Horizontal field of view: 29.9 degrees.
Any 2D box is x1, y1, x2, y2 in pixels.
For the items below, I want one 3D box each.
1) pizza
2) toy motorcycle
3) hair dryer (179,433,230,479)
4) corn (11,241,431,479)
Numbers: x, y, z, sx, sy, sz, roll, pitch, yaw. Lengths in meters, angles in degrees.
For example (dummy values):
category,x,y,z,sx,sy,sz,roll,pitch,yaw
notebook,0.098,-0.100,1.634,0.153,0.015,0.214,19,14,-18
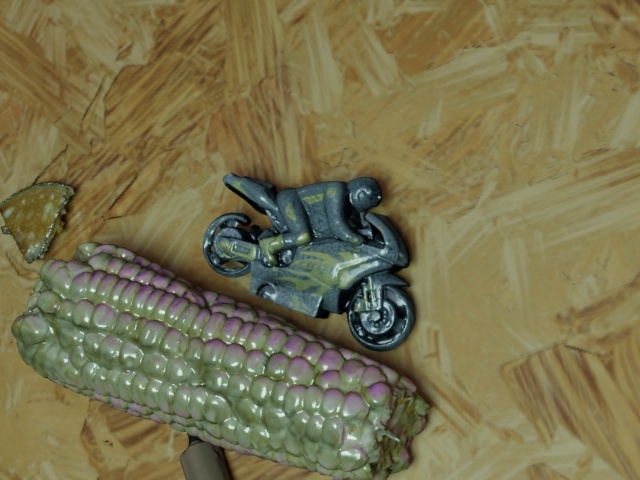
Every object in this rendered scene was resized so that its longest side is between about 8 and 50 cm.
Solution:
category,x,y,z,sx,sy,sz,roll,pitch,yaw
pizza,-0.254,-0.013,1.070,0.083,0.025,0.078,-9,69,26
toy motorcycle,0.000,0.000,0.949,0.193,0.061,0.124,25,93,19
hair dryer,-0.079,0.226,0.931,0.117,0.064,0.182,-29,61,14
corn,-0.083,0.101,0.932,0.335,0.126,0.127,21,85,20
